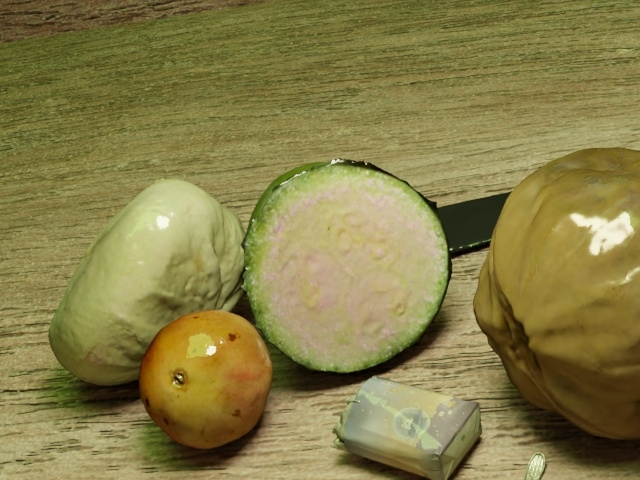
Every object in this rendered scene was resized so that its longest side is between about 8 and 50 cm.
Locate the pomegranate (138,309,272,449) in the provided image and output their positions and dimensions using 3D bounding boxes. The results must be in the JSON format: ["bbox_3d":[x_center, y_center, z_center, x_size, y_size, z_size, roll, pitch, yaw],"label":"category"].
[{"bbox_3d":[-0.153,0.190,1.573,0.191,0.191,0.191,-11,29,7],"label":"pomegranate"}]

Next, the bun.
[{"bbox_3d":[-0.243,0.074,1.750,0.213,0.361,0.361,38,48,8],"label":"bun"}]

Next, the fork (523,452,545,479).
[{"bbox_3d":[0.223,0.320,1.326,0.034,0.028,0.219,1,33,32],"label":"fork"}]

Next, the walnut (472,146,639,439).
[{"bbox_3d":[0.382,0.053,1.409,0.384,0.383,0.383,-11,29,7],"label":"walnut"}]

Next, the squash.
[{"bbox_3d":[0.006,0.026,1.745,0.310,0.310,0.309,-21,8,-11],"label":"squash"}]

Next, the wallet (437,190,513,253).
[{"bbox_3d":[0.321,-0.047,1.917,0.286,0.030,0.146,-15,26,-3],"label":"wallet"}]

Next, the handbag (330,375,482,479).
[{"bbox_3d":[0.106,0.236,1.463,0.173,0.095,0.117,10,34,33],"label":"handbag"}]
